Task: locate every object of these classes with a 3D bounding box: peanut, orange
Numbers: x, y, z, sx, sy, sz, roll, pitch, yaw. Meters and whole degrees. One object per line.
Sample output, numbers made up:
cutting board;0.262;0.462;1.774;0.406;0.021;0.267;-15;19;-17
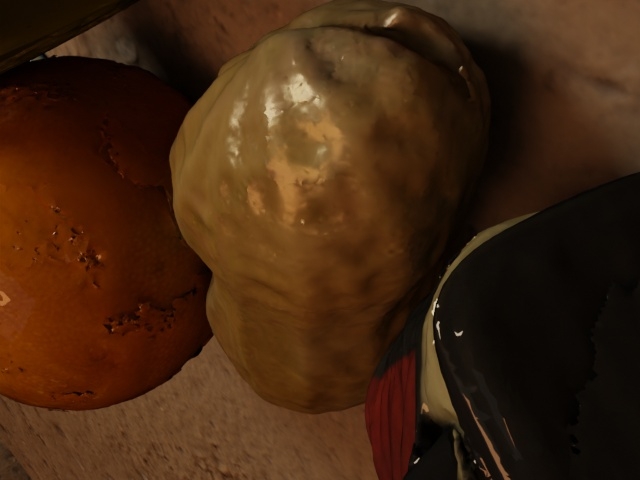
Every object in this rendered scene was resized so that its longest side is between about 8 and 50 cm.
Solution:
peanut;0.000;0.000;0.545;0.149;0.149;0.313;40;157;20
orange;-0.166;-0.005;0.703;0.240;0.240;0.240;37;150;26

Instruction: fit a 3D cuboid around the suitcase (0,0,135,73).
suitcase;-0.181;-0.164;0.553;0.235;0.194;0.143;-5;115;58

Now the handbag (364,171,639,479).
handbag;0.124;0.108;0.400;0.254;0.181;0.181;63;168;13

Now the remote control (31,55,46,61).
remote control;-0.263;-0.170;0.863;0.124;0.018;0.053;48;154;7
